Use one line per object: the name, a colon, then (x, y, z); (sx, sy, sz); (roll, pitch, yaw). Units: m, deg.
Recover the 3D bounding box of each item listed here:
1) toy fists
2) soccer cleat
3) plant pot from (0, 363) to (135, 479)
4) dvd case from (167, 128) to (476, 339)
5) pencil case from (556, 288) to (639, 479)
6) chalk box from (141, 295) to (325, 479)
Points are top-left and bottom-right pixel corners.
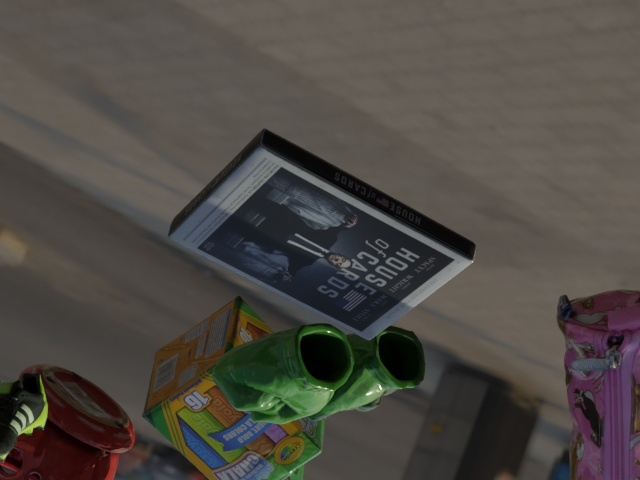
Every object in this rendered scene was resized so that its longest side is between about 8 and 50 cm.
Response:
toy fists: (-0.005, 0.155, 1.794); (0.142, 0.096, 0.279); (-17, 167, 35)
soccer cleat: (-0.357, 0.198, 1.750); (0.060, 0.072, 0.179); (0, -167, 15)
plant pot: (-0.342, 0.266, 2.001); (0.191, 0.174, 0.191); (36, -173, -5)
dvd case: (0.000, 0.000, 1.490); (0.238, 0.029, 0.179); (28, 139, -19)
pencil case: (0.332, 0.247, 1.688); (0.167, 0.386, 0.160); (-6, -171, -25)
chalk box: (-0.106, 0.268, 2.425); (0.179, 0.180, 0.289); (-35, 113, 21)
